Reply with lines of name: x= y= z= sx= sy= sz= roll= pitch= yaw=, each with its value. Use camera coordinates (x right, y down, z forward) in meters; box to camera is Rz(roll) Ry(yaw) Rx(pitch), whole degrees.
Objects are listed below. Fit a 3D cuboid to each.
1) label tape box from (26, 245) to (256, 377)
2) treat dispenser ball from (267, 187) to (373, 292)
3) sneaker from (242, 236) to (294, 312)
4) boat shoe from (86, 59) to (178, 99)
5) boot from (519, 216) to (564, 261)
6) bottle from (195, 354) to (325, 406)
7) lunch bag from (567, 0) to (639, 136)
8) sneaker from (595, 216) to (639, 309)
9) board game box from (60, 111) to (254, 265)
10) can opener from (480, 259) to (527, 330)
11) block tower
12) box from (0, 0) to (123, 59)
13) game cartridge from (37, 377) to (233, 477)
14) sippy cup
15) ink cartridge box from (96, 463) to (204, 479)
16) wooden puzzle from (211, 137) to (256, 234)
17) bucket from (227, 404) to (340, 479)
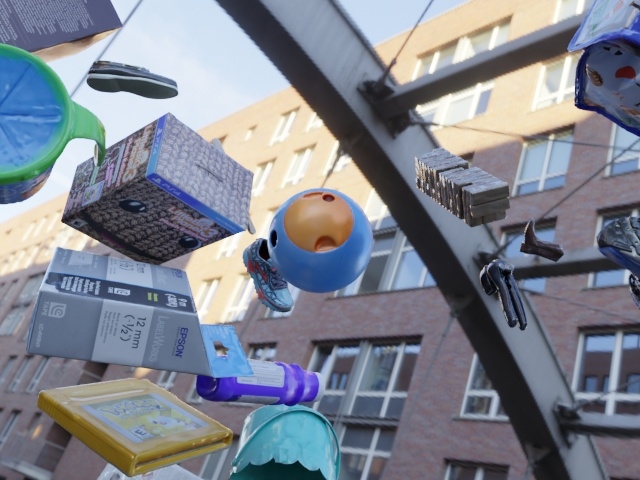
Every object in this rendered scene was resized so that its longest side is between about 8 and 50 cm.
label tape box: x=-0.288 y=0.119 z=1.127 sx=0.347 sy=0.115 sz=0.249 roll=10 pitch=11 yaw=-18
treat dispenser ball: x=0.000 y=0.000 z=1.826 sx=0.288 sy=0.288 sz=0.288 roll=16 pitch=-28 yaw=9
sneaker: x=-0.158 y=0.107 z=2.135 sx=0.125 sy=0.104 sz=0.262 roll=-46 pitch=-110 yaw=41
boat shoe: x=-0.469 y=-0.410 z=1.685 sx=0.227 sy=0.069 sz=0.081 roll=7 pitch=-23 yaw=-5
boot: x=0.610 y=-0.002 z=1.817 sx=0.114 sy=0.037 sz=0.106 roll=15 pitch=-68 yaw=14
bottle: x=-0.117 y=0.300 z=1.411 sx=0.283 sy=0.092 sz=0.118 roll=14 pitch=-19 yaw=-37
lunch bag: x=0.618 y=-0.405 z=1.199 sx=0.239 sy=0.328 sz=0.385 roll=32 pitch=2 yaw=23
sneaker: x=0.614 y=0.076 z=1.212 sx=0.330 sy=0.130 sz=0.147 roll=28 pitch=-48 yaw=-20
board game box: x=-0.320 y=-0.086 z=1.327 sx=0.291 sy=0.141 sz=0.232 roll=-20 pitch=-38 yaw=34
can opener: x=0.385 y=0.110 z=1.372 sx=0.059 sy=0.186 sz=0.073 roll=5 pitch=-50 yaw=-16
block tower: x=0.327 y=-0.132 z=1.601 sx=0.097 sy=0.335 sz=0.091 roll=-14 pitch=-66 yaw=-9
box: x=-0.633 y=-0.449 z=1.426 sx=0.191 sy=0.381 sz=0.143 roll=-14 pitch=-70 yaw=34
game cartridge: x=-0.397 y=0.385 z=1.445 sx=0.323 sy=0.053 sz=0.285 roll=21 pitch=9 yaw=33
sippy cup: x=-0.537 y=-0.169 z=1.112 sx=0.305 sy=0.240 sz=0.224 roll=36 pitch=-27 yaw=-8
ink cartridge box: x=-0.435 y=0.742 z=1.741 sx=0.385 sy=0.308 sz=0.091 roll=21 pitch=-30 yaw=19
wooden puzzle: x=-0.266 y=-0.158 z=2.002 sx=0.044 sy=0.221 sz=0.239 roll=-23 pitch=-40 yaw=-8
bucket: x=-0.086 y=0.551 z=1.665 sx=0.281 sy=0.183 sz=0.281 roll=1 pitch=-51 yaw=1
